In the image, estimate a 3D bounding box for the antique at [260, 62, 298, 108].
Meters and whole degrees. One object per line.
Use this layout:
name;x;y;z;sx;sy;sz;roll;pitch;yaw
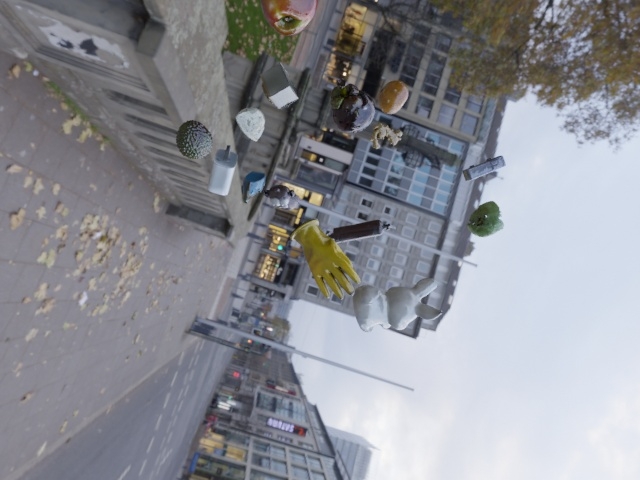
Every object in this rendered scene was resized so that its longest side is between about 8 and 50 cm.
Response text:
antique;-0.212;-0.774;2.081;0.152;0.147;0.146;69;11;13

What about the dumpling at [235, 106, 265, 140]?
dumpling;-0.323;-0.542;1.924;0.111;0.181;0.155;5;-65;53

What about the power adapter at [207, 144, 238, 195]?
power adapter;-0.538;-0.407;2.288;0.187;0.124;0.255;-93;-157;-52

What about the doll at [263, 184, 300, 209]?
doll;-0.205;-0.235;2.275;0.257;0.181;0.118;29;62;-75

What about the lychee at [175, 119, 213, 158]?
lychee;-0.536;-0.426;1.733;0.171;0.171;0.172;-161;-90;-85

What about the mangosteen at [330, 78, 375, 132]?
mangosteen;0.112;-0.484;1.490;0.172;0.184;0.172;-29;-172;5

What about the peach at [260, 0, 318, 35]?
peach;-0.131;-1.082;1.828;0.248;0.245;0.275;24;59;-64

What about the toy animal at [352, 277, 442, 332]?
toy animal;0.322;0.269;1.766;0.241;0.366;0.196;80;8;-59

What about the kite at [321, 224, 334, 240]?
kite;0.001;0.000;1.834;0.245;0.015;0.141;-36;113;-54

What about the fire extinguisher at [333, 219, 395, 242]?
fire extinguisher;0.195;-0.043;1.818;0.089;0.267;0.072;49;33;-64

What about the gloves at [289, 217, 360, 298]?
gloves;0.019;0.074;1.425;0.133;0.295;0.116;-37;166;9

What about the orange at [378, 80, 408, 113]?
orange;0.335;-0.667;1.908;0.156;0.124;0.156;-57;-178;4

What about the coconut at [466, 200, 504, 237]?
coconut;0.653;-0.077;1.623;0.055;0.133;0.158;-12;129;-43

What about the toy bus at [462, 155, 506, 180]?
toy bus;0.744;-0.330;1.862;0.075;0.190;0.064;-142;-150;-86

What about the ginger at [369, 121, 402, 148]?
ginger;0.351;-0.564;2.193;0.193;0.176;0.052;-47;-136;-10

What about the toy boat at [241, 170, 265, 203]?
toy boat;-0.248;-0.196;1.508;0.186;0.075;0.077;-82;-178;-67
